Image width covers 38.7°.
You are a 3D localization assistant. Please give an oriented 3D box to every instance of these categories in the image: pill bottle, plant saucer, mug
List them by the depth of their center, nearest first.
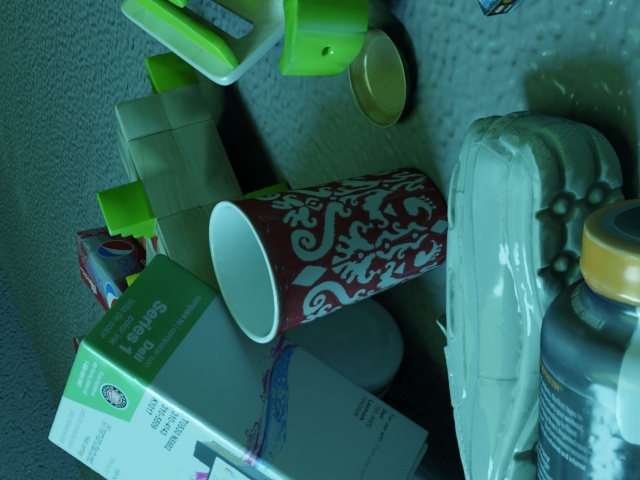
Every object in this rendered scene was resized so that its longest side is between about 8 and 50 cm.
[{"bbox_3d":[0.186,0.103,0.504,0.130,0.131,0.245,29,131,54],"label":"pill bottle"},{"bbox_3d":[0.002,-0.007,0.746,0.150,0.169,0.113,45,143,43],"label":"mug"},{"bbox_3d":[0.051,-0.135,0.749,0.083,0.015,0.083,41,139,47],"label":"plant saucer"},{"bbox_3d":[0.006,0.145,0.889,0.112,0.112,0.186,55,148,31],"label":"pill bottle"}]

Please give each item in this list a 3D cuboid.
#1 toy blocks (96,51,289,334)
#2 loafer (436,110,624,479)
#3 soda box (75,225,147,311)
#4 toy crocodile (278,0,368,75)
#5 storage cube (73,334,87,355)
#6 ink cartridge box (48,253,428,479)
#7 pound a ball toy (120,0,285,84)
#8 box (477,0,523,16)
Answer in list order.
[{"bbox_3d":[-0.143,0.015,1.058,0.261,0.191,0.381,112,138,-65],"label":"toy blocks"},{"bbox_3d":[0.137,0.072,0.616,0.111,0.112,0.319,-151,57,-60],"label":"loafer"},{"bbox_3d":[-0.313,0.069,1.477,0.263,0.084,0.092,39,137,49],"label":"soda box"},{"bbox_3d":[-0.041,-0.292,0.722,0.340,0.115,0.105,67,153,10],"label":"toy crocodile"},{"bbox_3d":[-0.227,0.232,1.298,0.215,0.184,0.193,38,136,49],"label":"storage cube"},{"bbox_3d":[-0.078,0.172,0.795,0.278,0.117,0.201,34,139,1],"label":"ink cartridge box"},{"bbox_3d":[-0.149,-0.291,0.867,0.319,0.136,0.208,40,174,47],"label":"pound a ball toy"},{"bbox_3d":[0.125,-0.212,0.551,0.093,0.027,0.137,68,153,11],"label":"box"}]
